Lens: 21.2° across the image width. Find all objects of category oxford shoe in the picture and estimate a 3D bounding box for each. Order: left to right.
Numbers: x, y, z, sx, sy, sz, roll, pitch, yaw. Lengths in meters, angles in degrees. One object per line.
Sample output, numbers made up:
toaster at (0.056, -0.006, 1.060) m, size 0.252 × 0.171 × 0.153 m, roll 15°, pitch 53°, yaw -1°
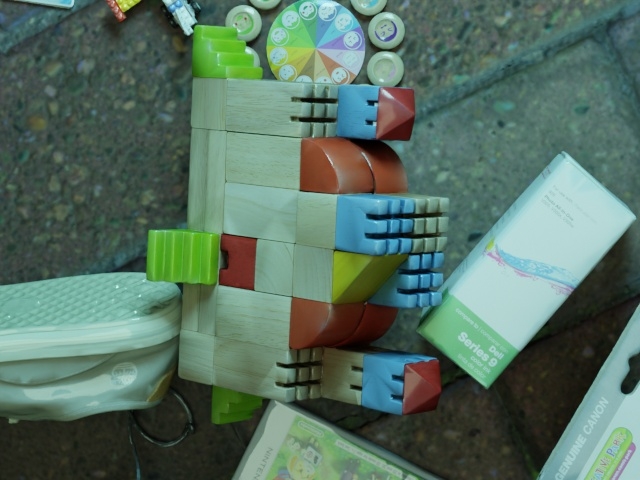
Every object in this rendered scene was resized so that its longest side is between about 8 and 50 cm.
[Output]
oxford shoe at (-0.347, 0.119, 1.689) m, size 0.449 × 0.169 × 0.130 m, roll -3°, pitch 117°, yaw 6°

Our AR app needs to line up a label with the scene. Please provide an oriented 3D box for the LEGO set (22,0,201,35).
LEGO set at (-0.192, -0.307, 1.677) m, size 0.244 × 0.060 × 0.182 m, roll 10°, pitch 100°, yaw 5°

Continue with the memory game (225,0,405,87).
memory game at (-0.007, -0.190, 1.688) m, size 0.186 × 0.012 × 0.186 m, roll 0°, pitch 95°, yaw 6°

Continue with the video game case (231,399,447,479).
video game case at (0.005, 0.287, 1.724) m, size 0.212 × 0.023 × 0.193 m, roll 26°, pitch 98°, yaw 3°

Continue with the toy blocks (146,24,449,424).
toy blocks at (0.000, 0.000, 1.556) m, size 0.261 × 0.190 × 0.381 m, roll 8°, pitch 97°, yaw 42°

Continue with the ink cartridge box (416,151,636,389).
ink cartridge box at (0.194, 0.024, 1.614) m, size 0.093 × 0.154 × 0.212 m, roll 39°, pitch 98°, yaw 2°

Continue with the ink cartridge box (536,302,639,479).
ink cartridge box at (0.390, 0.160, 1.617) m, size 0.272 × 0.130 × 0.309 m, roll 30°, pitch 97°, yaw 2°

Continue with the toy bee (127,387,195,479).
toy bee at (-0.209, 0.313, 1.682) m, size 0.195 × 0.162 × 0.298 m, roll -11°, pitch 94°, yaw 10°
